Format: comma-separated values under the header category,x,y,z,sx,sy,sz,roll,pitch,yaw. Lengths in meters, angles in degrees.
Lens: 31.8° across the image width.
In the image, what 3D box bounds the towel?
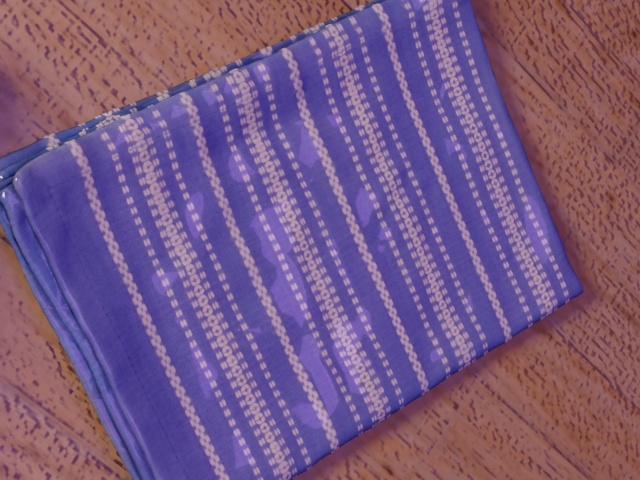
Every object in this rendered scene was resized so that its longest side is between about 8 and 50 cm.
category,x,y,z,sx,sy,sz,roll,pitch,yaw
towel,0.000,0.000,0.676,0.336,0.040,0.243,-28,101,-25
